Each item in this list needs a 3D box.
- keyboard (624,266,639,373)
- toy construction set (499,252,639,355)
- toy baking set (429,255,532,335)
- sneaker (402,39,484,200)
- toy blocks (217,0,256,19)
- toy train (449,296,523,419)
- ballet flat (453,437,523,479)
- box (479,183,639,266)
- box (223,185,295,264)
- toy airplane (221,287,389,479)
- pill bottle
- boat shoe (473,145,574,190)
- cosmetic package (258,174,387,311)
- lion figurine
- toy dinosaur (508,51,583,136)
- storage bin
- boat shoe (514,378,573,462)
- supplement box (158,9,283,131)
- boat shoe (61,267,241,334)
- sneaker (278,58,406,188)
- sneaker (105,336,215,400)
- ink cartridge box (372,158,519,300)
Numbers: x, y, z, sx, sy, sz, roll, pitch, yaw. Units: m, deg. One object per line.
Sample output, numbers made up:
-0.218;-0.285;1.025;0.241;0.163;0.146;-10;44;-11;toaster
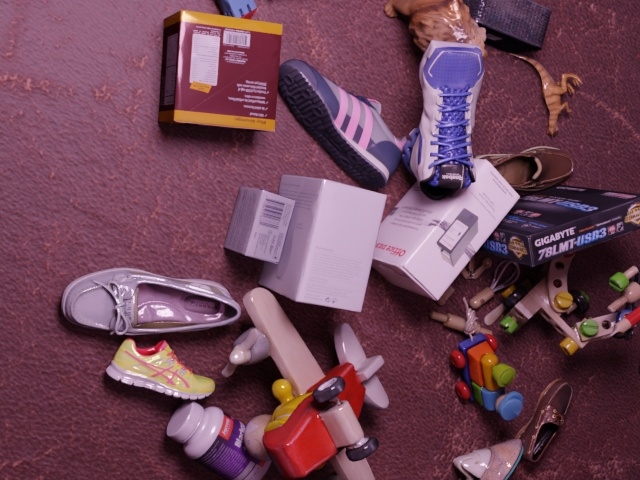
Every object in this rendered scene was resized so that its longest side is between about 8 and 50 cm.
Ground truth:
0.798;0.164;2.194;0.201;0.033;0.317;3;94;-22;keyboard
0.523;0.157;1.936;0.237;0.309;0.257;-34;103;-16;toy construction set
0.348;0.113;2.003;0.256;0.030;0.196;24;87;-23;toy baking set
0.242;-0.195;1.704;0.127;0.182;0.315;0;133;-11;sneaker
-0.084;-0.568;1.685;0.381;0.191;0.261;-37;120;-20;toy blocks
0.350;0.252;1.934;0.105;0.143;0.248;-24;121;-18;toy train
0.316;0.536;2.005;0.106;0.107;0.316;40;80;-8;ballet flat
0.466;-0.040;1.891;0.293;0.295;0.073;-18;105;-19;box
-0.116;-0.030;1.740;0.072;0.137;0.126;15;90;-24;box
-0.019;0.316;1.724;0.272;0.386;0.384;-28;141;15;toy airplane
-0.194;0.386;1.772;0.193;0.108;0.108;37;82;-22;pill bottle
0.446;-0.148;1.978;0.257;0.095;0.095;-9;100;-21;boat shoe
0.000;0.000;1.744;0.138;0.224;0.224;11;92;-22;cosmetic package
0.235;-0.520;1.750;0.142;0.240;0.392;-9;112;-22;lion figurine
0.500;-0.329;1.997;0.112;0.064;0.211;-26;105;-16;toy dinosaur
0.365;-0.453;1.894;0.180;0.122;0.084;15;91;-23;storage bin
0.515;0.409;2.085;0.073;0.073;0.207;36;81;-21;boat shoe
-0.184;-0.302;1.685;0.191;0.129;0.194;3;95;-23;supplement box
-0.308;0.118;1.697;0.320;0.103;0.118;6;94;-23;boat shoe
0.046;-0.252;1.809;0.319;0.112;0.131;48;63;-26;sneaker
-0.288;0.238;1.733;0.208;0.081;0.094;19;87;-23;sneaker
0.232;-0.030;1.849;0.115;0.198;0.273;44;80;-22;ink cartridge box
